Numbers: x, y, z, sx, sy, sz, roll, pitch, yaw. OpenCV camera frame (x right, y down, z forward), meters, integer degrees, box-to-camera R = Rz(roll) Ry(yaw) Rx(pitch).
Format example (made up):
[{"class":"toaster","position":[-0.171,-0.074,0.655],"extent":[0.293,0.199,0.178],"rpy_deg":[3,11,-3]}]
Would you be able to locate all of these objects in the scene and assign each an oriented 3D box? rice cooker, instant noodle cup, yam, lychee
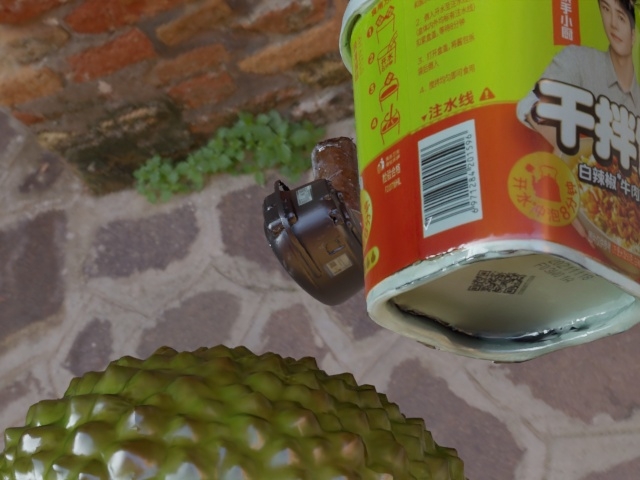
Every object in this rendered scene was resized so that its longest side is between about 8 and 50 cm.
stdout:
[{"class":"rice cooker","position":[-0.001,0.000,1.306],"extent":[0.118,0.203,0.142],"rpy_deg":[-28,39,11]},{"class":"instant noodle cup","position":[0.156,-0.074,0.821],"extent":[0.294,0.294,0.307],"rpy_deg":[-7,61,21]},{"class":"yam","position":[0.026,-0.089,1.444],"extent":[0.079,0.079,0.141],"rpy_deg":[-16,59,17]},{"class":"lychee","position":[-0.034,0.187,0.471],"extent":[0.270,0.320,0.269],"rpy_deg":[-26,54,41]}]
